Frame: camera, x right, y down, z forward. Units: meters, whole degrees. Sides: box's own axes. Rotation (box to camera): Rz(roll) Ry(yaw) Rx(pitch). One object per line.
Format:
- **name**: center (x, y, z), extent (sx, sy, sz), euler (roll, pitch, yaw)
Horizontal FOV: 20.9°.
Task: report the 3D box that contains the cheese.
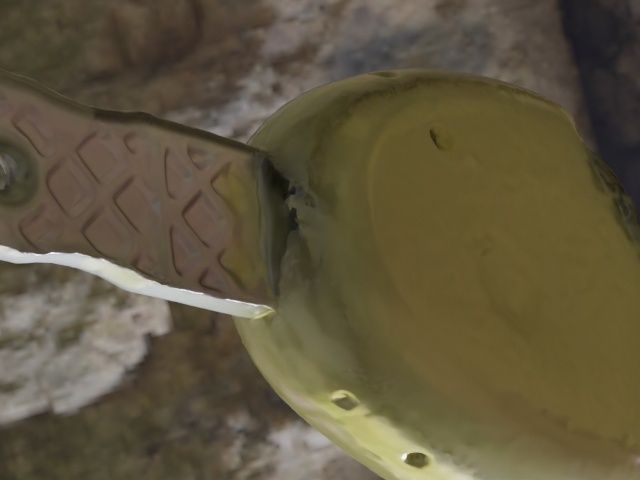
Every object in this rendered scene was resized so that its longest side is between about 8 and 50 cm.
- **cheese**: center (0.000, 0.000, 0.421), extent (0.050, 0.255, 0.127), euler (-23, -119, 40)
